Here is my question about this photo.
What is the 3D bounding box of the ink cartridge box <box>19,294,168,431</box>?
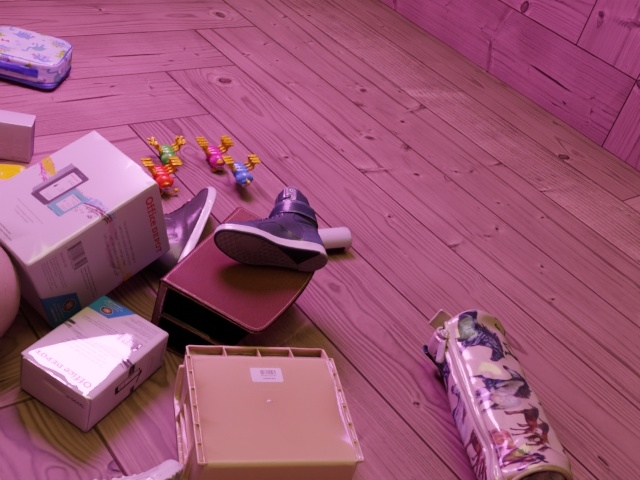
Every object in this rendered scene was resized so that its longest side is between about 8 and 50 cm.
[{"bbox_3d":[-0.379,0.201,1.360,0.148,0.085,0.203,29,37,15],"label":"ink cartridge box"}]

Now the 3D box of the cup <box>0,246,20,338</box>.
[{"bbox_3d":[-0.618,0.083,1.263,0.331,0.331,0.237,34,14,23],"label":"cup"}]

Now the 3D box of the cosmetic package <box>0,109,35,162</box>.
[{"bbox_3d":[-0.764,-0.245,1.800,0.239,0.098,0.060,8,33,-14],"label":"cosmetic package"}]

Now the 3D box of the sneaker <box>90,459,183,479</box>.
[{"bbox_3d":[-0.301,0.371,1.162,0.115,0.090,0.232,32,36,26],"label":"sneaker"}]

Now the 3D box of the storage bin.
[{"bbox_3d":[-0.095,0.299,1.319,0.263,0.123,0.260,4,36,-18],"label":"storage bin"}]

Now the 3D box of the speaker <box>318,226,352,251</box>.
[{"bbox_3d":[0.000,0.000,1.830,0.136,0.055,0.055,-5,40,-29],"label":"speaker"}]

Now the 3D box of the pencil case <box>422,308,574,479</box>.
[{"bbox_3d":[0.308,0.308,1.444,0.184,0.160,0.410,21,31,-25],"label":"pencil case"}]

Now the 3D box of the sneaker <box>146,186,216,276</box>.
[{"bbox_3d":[-0.316,-0.041,1.703,0.147,0.104,0.295,21,39,-5],"label":"sneaker"}]

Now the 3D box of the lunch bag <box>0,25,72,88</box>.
[{"bbox_3d":[-0.776,-0.480,2.124,0.219,0.090,0.176,13,34,-7],"label":"lunch bag"}]

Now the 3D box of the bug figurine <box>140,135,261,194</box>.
[{"bbox_3d":[-0.295,-0.181,1.937,0.279,0.072,0.216,-4,33,-20],"label":"bug figurine"}]

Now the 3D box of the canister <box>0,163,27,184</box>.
[{"bbox_3d":[-0.648,-0.084,1.649,0.126,0.073,0.170,0,37,-24],"label":"canister"}]

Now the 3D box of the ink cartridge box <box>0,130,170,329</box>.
[{"bbox_3d":[-0.446,-0.023,1.475,0.197,0.198,0.270,38,59,26],"label":"ink cartridge box"}]

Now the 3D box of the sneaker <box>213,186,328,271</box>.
[{"bbox_3d":[-0.102,-0.034,1.532,0.226,0.086,0.163,14,46,-28],"label":"sneaker"}]

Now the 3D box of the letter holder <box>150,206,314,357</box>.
[{"bbox_3d":[-0.149,0.102,1.545,0.215,0.152,0.302,27,36,9],"label":"letter holder"}]
